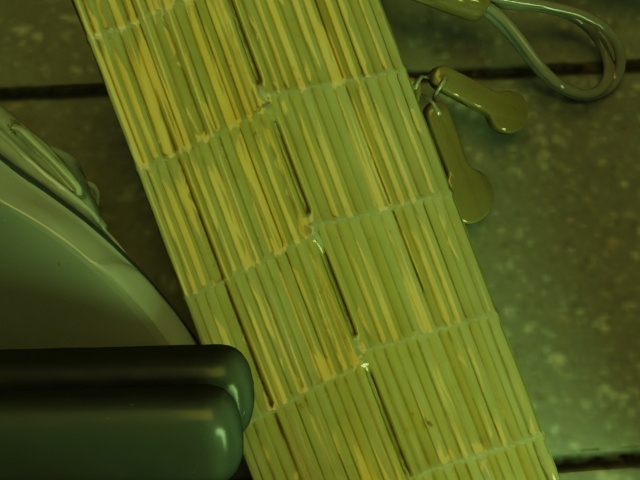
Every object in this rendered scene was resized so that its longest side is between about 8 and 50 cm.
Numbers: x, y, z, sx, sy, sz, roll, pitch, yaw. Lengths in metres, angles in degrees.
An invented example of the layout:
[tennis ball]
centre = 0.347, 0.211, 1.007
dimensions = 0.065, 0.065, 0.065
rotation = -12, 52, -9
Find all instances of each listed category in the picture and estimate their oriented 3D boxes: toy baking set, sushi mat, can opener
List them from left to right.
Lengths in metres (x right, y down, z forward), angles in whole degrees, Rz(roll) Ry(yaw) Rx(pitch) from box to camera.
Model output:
[can opener]
centre = -0.171, 0.103, 0.703
dimensions = 0.283, 0.095, 0.076
rotation = -2, 24, 6
[sushi mat]
centre = 0.000, 0.000, 0.750
dimensions = 0.151, 0.019, 0.317
rotation = -20, 87, -17
[toy baking set]
centre = 0.063, -0.123, 0.820
dimensions = 0.256, 0.030, 0.197
rotation = -43, 100, -16

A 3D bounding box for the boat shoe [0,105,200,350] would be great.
[boat shoe]
centre = -0.152, -0.009, 0.759
dimensions = 0.267, 0.096, 0.088
rotation = 38, 36, 2
